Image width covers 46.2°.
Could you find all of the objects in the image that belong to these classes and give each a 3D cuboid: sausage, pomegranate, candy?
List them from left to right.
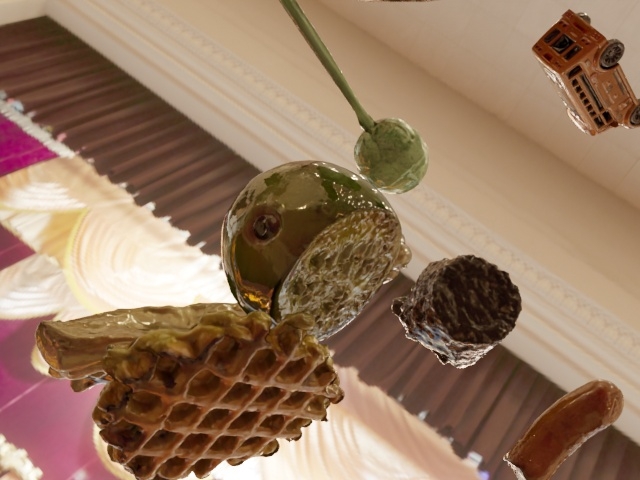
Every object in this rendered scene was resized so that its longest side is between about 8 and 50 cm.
[{"bbox_3d":[-0.002,-0.010,0.832,0.159,0.240,0.190,46,-35,36],"label":"pomegranate"},{"bbox_3d":[0.029,-0.248,1.164,0.119,0.119,0.440,-17,-58,38],"label":"candy"},{"bbox_3d":[0.493,0.383,1.511,0.270,0.109,0.109,-41,-92,1],"label":"sausage"}]

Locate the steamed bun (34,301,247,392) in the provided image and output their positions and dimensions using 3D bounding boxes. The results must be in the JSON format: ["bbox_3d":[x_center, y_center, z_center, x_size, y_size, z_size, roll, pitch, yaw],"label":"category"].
[{"bbox_3d":[-0.204,0.213,1.185,0.247,0.428,0.189,12,-78,55],"label":"steamed bun"}]

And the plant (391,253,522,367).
[{"bbox_3d":[0.290,0.164,1.687,0.215,0.213,0.312,35,-25,-6],"label":"plant"}]

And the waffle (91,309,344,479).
[{"bbox_3d":[-0.095,0.157,0.736,0.243,0.237,0.059,81,-16,-46],"label":"waffle"}]

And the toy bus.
[{"bbox_3d":[0.349,-0.202,0.965,0.088,0.194,0.083,-41,-134,13],"label":"toy bus"}]
